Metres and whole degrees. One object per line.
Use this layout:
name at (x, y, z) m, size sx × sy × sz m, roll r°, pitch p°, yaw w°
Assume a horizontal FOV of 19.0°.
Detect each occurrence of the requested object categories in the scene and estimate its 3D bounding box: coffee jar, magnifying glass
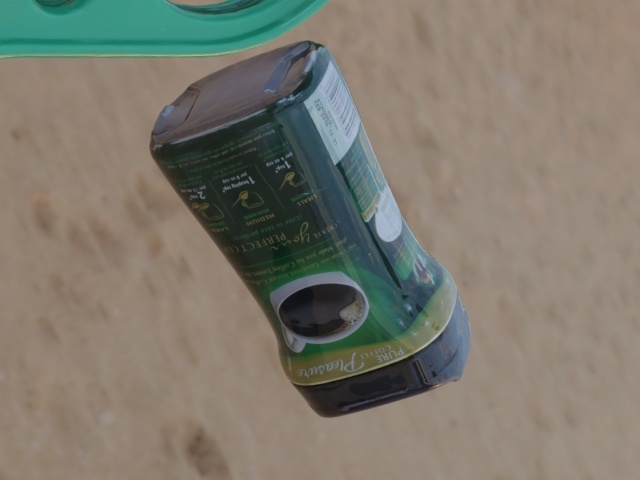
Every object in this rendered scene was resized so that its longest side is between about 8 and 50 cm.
coffee jar at (0.000, 0.000, 0.938) m, size 0.184 × 0.096 × 0.079 m, roll 61°, pitch 27°, yaw -25°
magnifying glass at (-0.075, -0.066, 0.482) m, size 0.026 × 0.231 × 0.092 m, roll 36°, pitch -34°, yaw 42°
